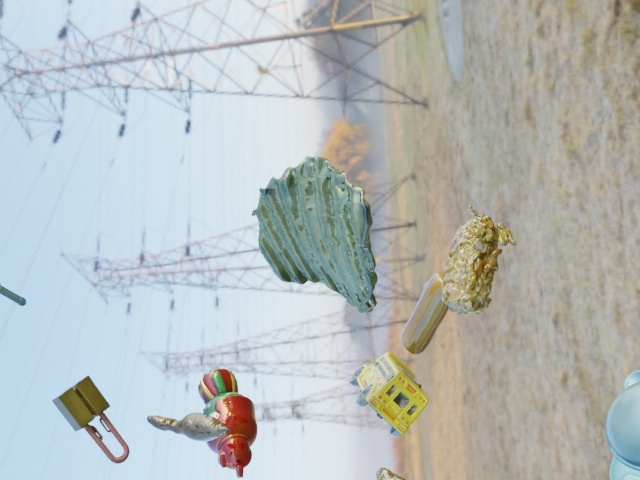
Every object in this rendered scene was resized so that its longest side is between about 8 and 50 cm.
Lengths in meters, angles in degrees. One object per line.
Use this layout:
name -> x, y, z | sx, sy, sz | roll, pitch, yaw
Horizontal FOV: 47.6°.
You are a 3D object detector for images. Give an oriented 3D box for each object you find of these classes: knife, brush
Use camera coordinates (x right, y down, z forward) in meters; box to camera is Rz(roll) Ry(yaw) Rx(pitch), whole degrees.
knife -> -0.649, 0.111, 1.503 | 0.096, 0.010, 0.027 | 47, -131, -47
brush -> -0.566, 0.465, 1.834 | 0.233, 0.047, 0.103 | 55, -141, -3

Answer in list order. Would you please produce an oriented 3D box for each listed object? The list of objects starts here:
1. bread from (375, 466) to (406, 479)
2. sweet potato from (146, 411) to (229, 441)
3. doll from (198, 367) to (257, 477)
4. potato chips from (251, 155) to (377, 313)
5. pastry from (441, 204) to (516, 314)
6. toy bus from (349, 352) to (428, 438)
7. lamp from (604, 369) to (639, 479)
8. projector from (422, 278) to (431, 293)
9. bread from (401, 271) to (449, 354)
bread -> 0.170, 0.553, 1.330 | 0.184, 0.234, 0.110 | -59, -42, -17
sweet potato -> -0.347, 0.498, 1.947 | 0.074, 0.269, 0.075 | 0, -90, -65
doll -> -0.268, 0.544, 2.153 | 0.363, 0.160, 0.183 | -110, 22, -47
potato chips -> 0.000, -0.006, 1.729 | 0.097, 0.373, 0.390 | -37, -42, -39
pastry -> 0.354, 0.046, 1.658 | 0.154, 0.102, 0.250 | -25, 44, 69
toy bus -> 0.183, 0.399, 1.948 | 0.144, 0.152, 0.330 | 43, 180, -3
lamp -> 0.682, 0.406, 1.480 | 0.209, 0.147, 0.284 | -1, 72, 55
projector -> 0.353, 0.142, 1.984 | 0.147, 0.115, 0.061 | 124, 154, -70
bread -> 0.277, 0.184, 1.855 | 0.092, 0.074, 0.239 | -18, -41, -53
